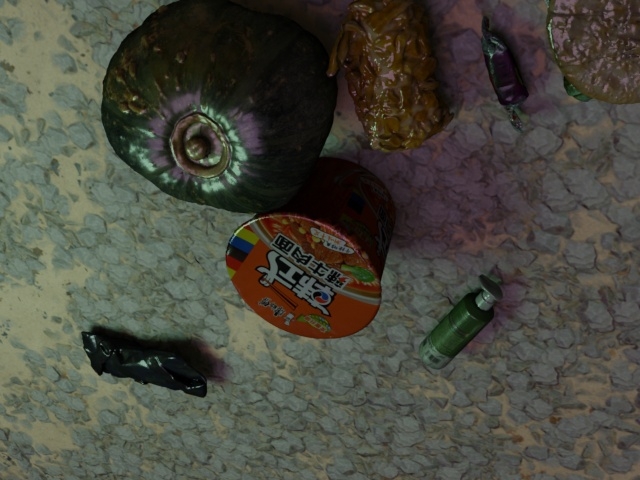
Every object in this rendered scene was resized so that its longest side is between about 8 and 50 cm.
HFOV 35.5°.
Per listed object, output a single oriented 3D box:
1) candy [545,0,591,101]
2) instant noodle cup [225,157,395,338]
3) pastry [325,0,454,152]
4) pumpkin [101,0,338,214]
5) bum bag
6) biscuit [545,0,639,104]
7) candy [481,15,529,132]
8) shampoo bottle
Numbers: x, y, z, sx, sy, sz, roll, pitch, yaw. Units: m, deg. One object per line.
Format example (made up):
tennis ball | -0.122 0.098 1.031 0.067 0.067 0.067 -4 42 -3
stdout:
candy | 0.315 -0.274 1.305 0.061 0.061 0.202 -21 110 35
instant noodle cup | 0.000 0.000 1.568 0.250 0.192 0.250 12 132 13
pastry | 0.087 -0.236 1.369 0.154 0.102 0.250 -22 128 3
pumpkin | -0.143 -0.198 1.415 0.327 0.257 0.291 26 120 1
bum bag | -0.361 0.246 2.008 0.310 0.074 0.137 7 143 25
biscuit | 0.391 -0.272 1.247 0.220 0.033 0.220 2 117 3
candy | 0.253 -0.228 1.369 0.043 0.045 0.175 -18 122 16
shampoo bottle | 0.237 0.137 1.675 0.065 0.065 0.204 31 133 -4
